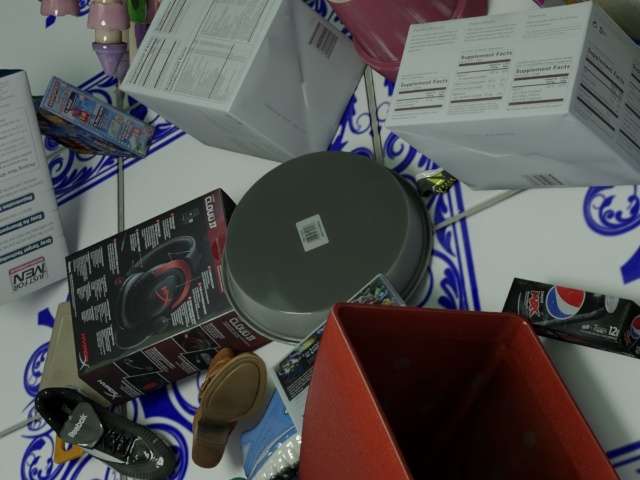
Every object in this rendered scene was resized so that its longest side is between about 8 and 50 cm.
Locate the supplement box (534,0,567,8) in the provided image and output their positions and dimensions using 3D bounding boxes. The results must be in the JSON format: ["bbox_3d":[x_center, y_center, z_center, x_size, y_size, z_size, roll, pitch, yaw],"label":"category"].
[{"bbox_3d":[0.268,-0.412,1.909,0.114,0.111,0.220,-45,46,12],"label":"supplement box"}]

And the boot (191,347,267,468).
[{"bbox_3d":[-0.124,0.188,1.893,0.197,0.073,0.152,-60,13,30],"label":"boot"}]

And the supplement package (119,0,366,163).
[{"bbox_3d":[-0.113,-0.248,2.090,0.263,0.199,0.198,16,78,45],"label":"supplement package"}]

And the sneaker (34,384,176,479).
[{"bbox_3d":[-0.314,0.272,2.007,0.234,0.106,0.078,28,87,22],"label":"sneaker"}]

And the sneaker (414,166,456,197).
[{"bbox_3d":[0.163,-0.078,1.880,0.083,0.031,0.035,-15,71,40],"label":"sneaker"}]

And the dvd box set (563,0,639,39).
[{"bbox_3d":[0.376,-0.298,1.612,0.062,0.308,0.420,-54,43,0],"label":"dvd box set"}]

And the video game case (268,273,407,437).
[{"bbox_3d":[0.031,0.139,1.713,0.190,0.022,0.173,-41,27,4],"label":"video game case"}]

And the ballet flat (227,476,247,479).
[{"bbox_3d":[-0.082,0.398,1.810,0.074,0.074,0.203,-41,52,17],"label":"ballet flat"}]

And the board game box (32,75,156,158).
[{"bbox_3d":[-0.405,-0.203,2.329,0.194,0.194,0.060,7,72,43],"label":"board game box"}]

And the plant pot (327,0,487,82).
[{"bbox_3d":[0.101,-0.341,1.969,0.201,0.180,0.201,-20,56,33],"label":"plant pot"}]

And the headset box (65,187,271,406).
[{"bbox_3d":[-0.204,0.075,2.023,0.293,0.110,0.218,-24,52,12],"label":"headset box"}]

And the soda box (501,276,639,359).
[{"bbox_3d":[0.294,0.088,1.645,0.169,0.060,0.053,11,74,44],"label":"soda box"}]

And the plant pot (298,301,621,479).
[{"bbox_3d":[0.121,0.250,1.565,0.235,0.267,0.267,-63,37,34],"label":"plant pot"}]

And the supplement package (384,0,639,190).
[{"bbox_3d":[0.252,-0.167,1.720,0.262,0.204,0.145,0,69,42],"label":"supplement package"}]

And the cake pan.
[{"bbox_3d":[0.000,0.000,1.884,0.293,0.054,0.293,-9,57,14],"label":"cake pan"}]

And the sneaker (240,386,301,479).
[{"bbox_3d":[0.011,0.195,1.788,0.330,0.130,0.147,-41,49,17],"label":"sneaker"}]

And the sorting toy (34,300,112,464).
[{"bbox_3d":[-0.353,0.178,2.181,0.196,0.047,0.347,-11,60,42],"label":"sorting toy"}]

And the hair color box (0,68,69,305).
[{"bbox_3d":[-0.522,-0.082,2.248,0.105,0.174,0.347,7,114,44],"label":"hair color box"}]

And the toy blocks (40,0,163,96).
[{"bbox_3d":[-0.268,-0.349,2.311,0.288,0.309,0.260,24,117,57],"label":"toy blocks"}]
